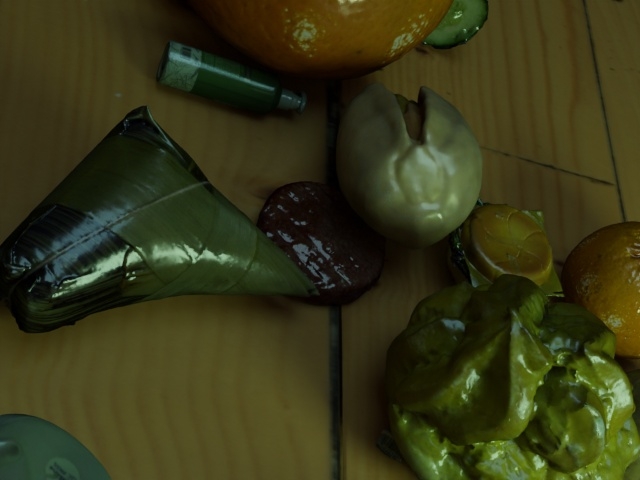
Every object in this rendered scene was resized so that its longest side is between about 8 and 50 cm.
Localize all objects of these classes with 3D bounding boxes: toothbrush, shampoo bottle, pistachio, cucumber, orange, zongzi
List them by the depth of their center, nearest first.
[{"bbox_3d":[-0.179,0.045,1.420,0.317,0.154,0.289,39,55,-4],"label":"zongzi"},{"bbox_3d":[0.172,0.309,1.484,0.257,0.018,0.024,37,50,2],"label":"toothbrush"},{"bbox_3d":[0.115,-0.102,1.646,0.188,0.187,0.299,22,26,-12],"label":"pistachio"},{"bbox_3d":[-0.116,-0.213,1.699,0.205,0.065,0.065,15,50,-17],"label":"shampoo bottle"},{"bbox_3d":[0.424,0.063,1.709,0.193,0.161,0.193,17,51,-22],"label":"orange"},{"bbox_3d":[0.004,-0.428,1.718,0.424,0.326,0.423,12,59,-21],"label":"orange"},{"bbox_3d":[0.199,-0.422,1.984,0.134,0.134,0.244,21,44,-13],"label":"cucumber"}]

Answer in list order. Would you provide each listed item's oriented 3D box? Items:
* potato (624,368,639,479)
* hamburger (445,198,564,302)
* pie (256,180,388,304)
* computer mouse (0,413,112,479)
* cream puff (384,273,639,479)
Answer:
[{"bbox_3d":[0.429,0.246,1.629,0.164,0.081,0.200,37,50,0],"label":"potato"},{"bbox_3d":[0.238,0.026,1.683,0.164,0.093,0.189,16,49,-14],"label":"hamburger"},{"bbox_3d":[0.000,0.000,1.606,0.182,0.049,0.182,14,51,-18],"label":"pie"},{"bbox_3d":[-0.322,0.315,1.167,0.197,0.095,0.331,42,57,-11],"label":"computer mouse"},{"bbox_3d":[0.249,0.169,1.464,0.324,0.257,0.291,35,46,-1],"label":"cream puff"}]
